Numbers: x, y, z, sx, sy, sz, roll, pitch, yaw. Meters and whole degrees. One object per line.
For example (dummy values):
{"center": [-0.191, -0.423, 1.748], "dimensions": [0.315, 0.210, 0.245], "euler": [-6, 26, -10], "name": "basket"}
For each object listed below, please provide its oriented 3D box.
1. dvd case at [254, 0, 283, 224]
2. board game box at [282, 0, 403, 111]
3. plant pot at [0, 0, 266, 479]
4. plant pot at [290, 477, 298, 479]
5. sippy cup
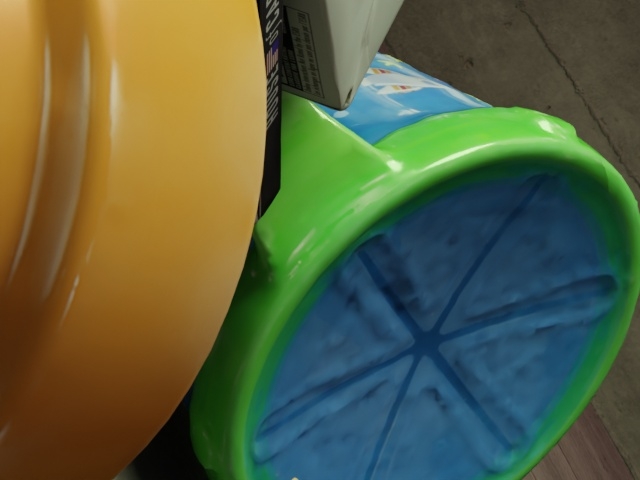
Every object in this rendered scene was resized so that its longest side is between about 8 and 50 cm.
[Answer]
{"center": [-0.095, -0.100, 0.501], "dimensions": [0.179, 0.029, 0.238], "euler": [24, -24, 9], "name": "dvd case"}
{"center": [-0.118, -0.181, 0.523], "dimensions": [0.303, 0.097, 0.224], "euler": [21, -23, 15], "name": "board game box"}
{"center": [-0.147, -0.030, 0.325], "dimensions": [0.188, 0.205, 0.205], "euler": [5, 50, -56], "name": "plant pot"}
{"center": [-0.021, 0.154, 0.565], "dimensions": [0.081, 0.083, 0.081], "euler": [53, 11, -9], "name": "plant pot"}
{"center": [0.000, 0.000, 0.769], "dimensions": [0.224, 0.240, 0.305], "euler": [44, -40, 43], "name": "sippy cup"}
